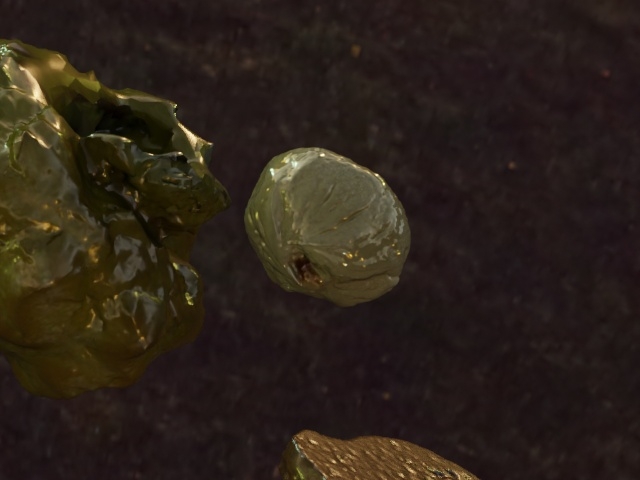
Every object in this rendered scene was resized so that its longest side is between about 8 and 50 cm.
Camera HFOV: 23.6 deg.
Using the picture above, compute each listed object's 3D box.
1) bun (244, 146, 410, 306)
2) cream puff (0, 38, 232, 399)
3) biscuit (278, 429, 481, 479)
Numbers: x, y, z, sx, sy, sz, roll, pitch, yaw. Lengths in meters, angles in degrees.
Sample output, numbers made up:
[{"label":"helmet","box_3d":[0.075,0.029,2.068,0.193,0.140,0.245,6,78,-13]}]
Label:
[{"label":"bun","box_3d":[0.000,0.000,1.877,0.220,0.220,0.134,26,49,10]},{"label":"cream puff","box_3d":[-0.161,-0.028,1.082,0.185,0.282,0.281,-18,46,15]},{"label":"biscuit","box_3d":[0.106,0.241,1.203,0.257,0.049,0.273,13,17,-48]}]
